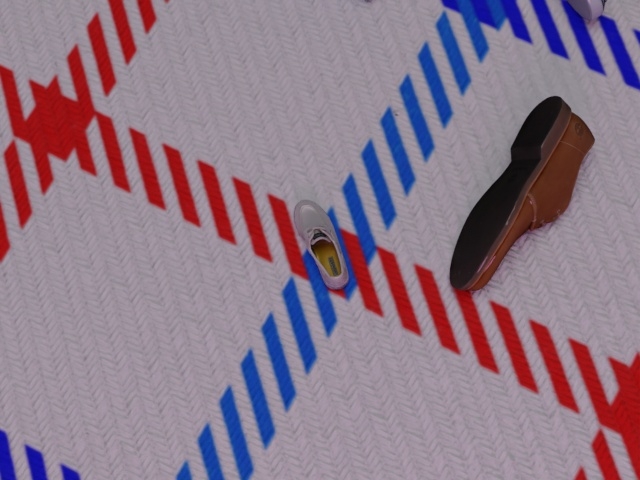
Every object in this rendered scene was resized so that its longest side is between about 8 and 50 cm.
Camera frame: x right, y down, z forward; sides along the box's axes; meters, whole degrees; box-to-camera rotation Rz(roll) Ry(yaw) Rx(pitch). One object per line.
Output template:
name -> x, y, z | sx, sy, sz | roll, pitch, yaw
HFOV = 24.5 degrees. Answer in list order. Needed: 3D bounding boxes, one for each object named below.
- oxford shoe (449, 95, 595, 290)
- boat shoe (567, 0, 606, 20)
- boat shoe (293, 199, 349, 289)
oxford shoe -> 0.202, -0.032, 1.435 | 0.076, 0.076, 0.212 | 36, 85, -24
boat shoe -> 0.272, -0.319, 1.535 | 0.083, 0.065, 0.183 | -24, 68, -3
boat shoe -> 0.000, 0.000, 1.453 | 0.035, 0.035, 0.100 | -20, 69, -3
